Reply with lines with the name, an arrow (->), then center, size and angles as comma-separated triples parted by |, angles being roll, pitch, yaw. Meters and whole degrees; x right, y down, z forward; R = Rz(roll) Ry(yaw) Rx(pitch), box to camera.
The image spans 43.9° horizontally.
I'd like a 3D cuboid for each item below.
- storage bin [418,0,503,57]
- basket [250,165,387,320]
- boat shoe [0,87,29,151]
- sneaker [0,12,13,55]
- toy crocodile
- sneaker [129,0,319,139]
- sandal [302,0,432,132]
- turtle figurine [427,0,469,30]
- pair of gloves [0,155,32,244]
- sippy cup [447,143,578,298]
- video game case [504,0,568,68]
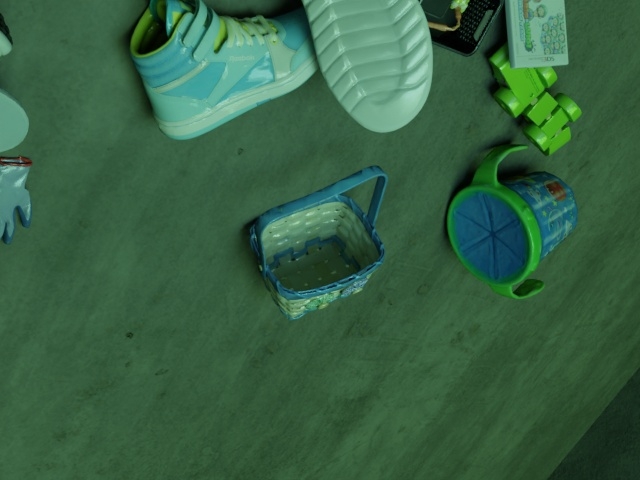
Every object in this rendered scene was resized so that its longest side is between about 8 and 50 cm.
storage bin -> 0.208, -0.401, 1.355 | 0.180, 0.084, 0.122 | 8, 120, -40
basket -> 0.000, 0.000, 1.454 | 0.254, 0.201, 0.289 | -23, 146, -18
boat shoe -> -0.522, -0.187, 0.980 | 0.306, 0.105, 0.113 | 5, 126, -32
sneaker -> -0.498, -0.296, 0.914 | 0.118, 0.110, 0.292 | -44, 131, 15
toy crocodile -> 0.431, -0.286, 1.620 | 0.115, 0.105, 0.340 | -47, 134, 7
sneaker -> -0.130, -0.300, 1.159 | 0.319, 0.127, 0.208 | -34, 139, -9
sandal -> 0.047, -0.363, 1.166 | 0.169, 0.102, 0.416 | -22, 109, 12
turtle figurine -> 0.155, -0.467, 1.204 | 0.217, 0.269, 0.087 | -51, -176, -21
pair of gloves -> -0.517, -0.058, 1.156 | 0.198, 0.023, 0.159 | 1, 122, -39
sippy cup -> 0.437, -0.044, 1.743 | 0.224, 0.240, 0.306 | -23, 146, -34
video game case -> 0.406, -0.406, 1.490 | 0.143, 0.019, 0.157 | -10, 98, -30
